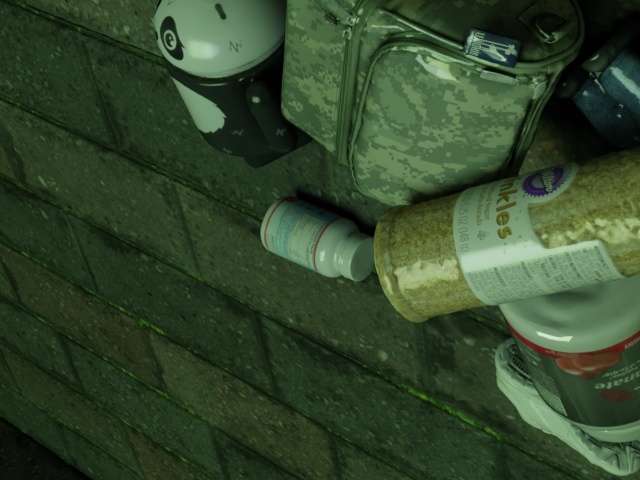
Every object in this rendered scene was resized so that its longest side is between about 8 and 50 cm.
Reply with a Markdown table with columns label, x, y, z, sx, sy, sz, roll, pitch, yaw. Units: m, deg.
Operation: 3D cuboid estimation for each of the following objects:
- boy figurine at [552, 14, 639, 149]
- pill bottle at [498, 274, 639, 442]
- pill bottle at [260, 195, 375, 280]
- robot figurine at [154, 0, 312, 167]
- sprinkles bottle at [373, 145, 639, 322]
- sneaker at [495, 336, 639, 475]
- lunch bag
| label | x | y | z | sx | sy | sz | roll | pitch | yaw |
| --- | --- | --- | --- | --- | --- | --- | --- | --- | --- |
| boy figurine | 0.357 | -0.081 | 1.131 | 0.285 | 0.092 | 0.177 | 44 | 150 | 2 |
| pill bottle | 0.302 | 0.100 | 1.289 | 0.176 | 0.176 | 0.318 | 25 | 161 | 33 |
| pill bottle | 0.000 | 0.000 | 1.677 | 0.160 | 0.087 | 0.087 | 23 | 143 | 33 |
| robot figurine | -0.095 | -0.211 | 1.431 | 0.209 | 0.173 | 0.278 | 16 | 152 | 26 |
| sprinkles bottle | 0.226 | -0.012 | 1.090 | 0.356 | 0.121 | 0.121 | -15 | 117 | 32 |
| sneaker | 0.324 | 0.224 | 1.558 | 0.232 | 0.090 | 0.115 | 44 | 158 | 23 |
| lunch bag | 0.114 | -0.174 | 1.171 | 0.256 | 0.212 | 0.305 | 41 | 154 | 17 |
